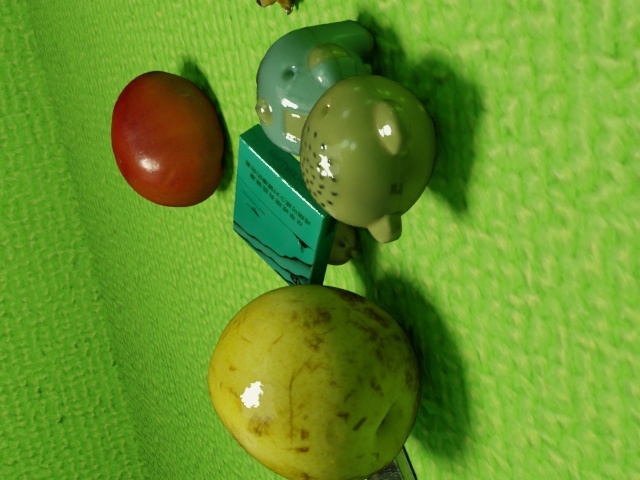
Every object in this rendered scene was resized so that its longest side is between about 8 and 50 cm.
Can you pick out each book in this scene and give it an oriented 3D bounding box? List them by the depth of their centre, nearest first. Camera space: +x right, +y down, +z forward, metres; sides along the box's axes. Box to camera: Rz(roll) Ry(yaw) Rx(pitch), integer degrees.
[{"bbox_3d":[0.073,0.284,1.496,0.228,0.024,0.160,68,159,8],"label":"book"}]

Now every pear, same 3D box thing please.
[{"bbox_3d":[-0.006,0.186,1.277,0.281,0.280,0.281,47,146,45],"label":"pear"}]

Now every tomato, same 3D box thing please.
[{"bbox_3d":[-0.284,-0.175,1.771,0.260,0.180,0.260,51,152,42],"label":"tomato"}]

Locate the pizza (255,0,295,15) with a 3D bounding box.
[{"bbox_3d":[-0.058,-0.410,1.215,0.229,0.081,0.290,45,143,47],"label":"pizza"}]

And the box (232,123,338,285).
[{"bbox_3d":[-0.051,-0.032,1.295,0.161,0.042,0.226,45,154,19],"label":"box"}]

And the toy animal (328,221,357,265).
[{"bbox_3d":[0.006,-0.001,1.384,0.150,0.089,0.083,-152,69,-63],"label":"toy animal"}]

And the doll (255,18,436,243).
[{"bbox_3d":[0.032,-0.130,1.116,0.261,0.161,0.177,53,149,43],"label":"doll"}]
